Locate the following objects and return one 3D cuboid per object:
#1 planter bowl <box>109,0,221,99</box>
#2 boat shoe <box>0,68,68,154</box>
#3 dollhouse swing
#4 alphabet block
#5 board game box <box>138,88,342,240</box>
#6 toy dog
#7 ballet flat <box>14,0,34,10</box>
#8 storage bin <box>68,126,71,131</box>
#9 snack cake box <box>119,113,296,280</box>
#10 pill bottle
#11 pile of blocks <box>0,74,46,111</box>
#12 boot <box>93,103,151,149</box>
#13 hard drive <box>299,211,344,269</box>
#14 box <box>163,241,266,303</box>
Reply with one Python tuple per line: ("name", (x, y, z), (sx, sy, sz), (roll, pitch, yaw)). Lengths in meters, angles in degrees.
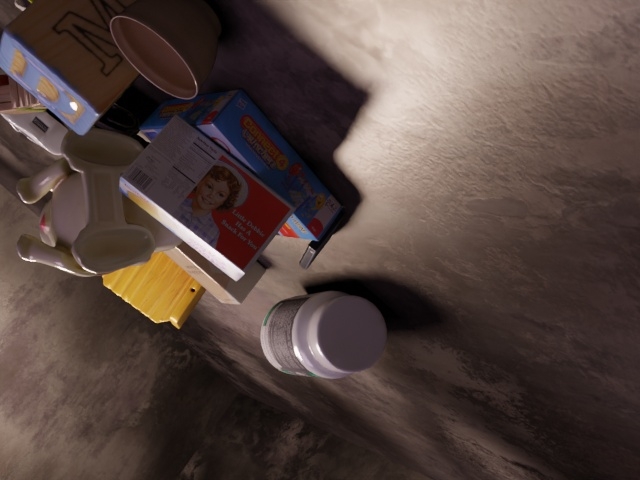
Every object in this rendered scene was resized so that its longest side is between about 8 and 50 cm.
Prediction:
("planter bowl", (-0.218, -0.309, 1.191), (0.162, 0.109, 0.162), (32, 160, 13))
("boat shoe", (-0.783, -0.341, 2.083), (0.102, 0.108, 0.301), (21, 162, 34))
("dollhouse swing", (-0.522, 0.077, 2.302), (0.347, 0.315, 0.305), (35, -172, 4))
("alphabet block", (-0.399, -0.323, 1.331), (0.193, 0.197, 0.192), (43, 160, -17))
("board game box", (-0.156, -0.139, 1.506), (0.302, 0.086, 0.308), (8, 146, 53))
("toy dog", (-0.464, -0.066, 1.714), (0.408, 0.396, 0.284), (-16, 89, 52))
("ballet flat", (-0.538, -0.464, 1.420), (0.231, 0.077, 0.077), (43, 160, -17))
("storage bin", (-0.574, -0.257, 1.952), (0.091, 0.098, 0.135), (66, 159, 1))
("snack cake box", (-0.196, -0.072, 1.368), (0.264, 0.152, 0.089), (39, 161, -5))
("pill bottle", (0.003, 0.226, 1.891), (0.204, 0.204, 0.361), (41, 160, -12))
("pile of blocks", (-0.645, -0.365, 1.825), (0.362, 0.149, 0.112), (1, 98, 44))
("boot", (-0.418, -0.217, 1.691), (0.263, 0.091, 0.229), (25, 165, -18))
("hard drive", (0.000, 0.000, 1.546), (0.022, 0.094, 0.135), (36, 161, 2))
("box", (-0.309, 0.026, 2.080), (0.311, 0.121, 0.148), (44, 159, -19))
